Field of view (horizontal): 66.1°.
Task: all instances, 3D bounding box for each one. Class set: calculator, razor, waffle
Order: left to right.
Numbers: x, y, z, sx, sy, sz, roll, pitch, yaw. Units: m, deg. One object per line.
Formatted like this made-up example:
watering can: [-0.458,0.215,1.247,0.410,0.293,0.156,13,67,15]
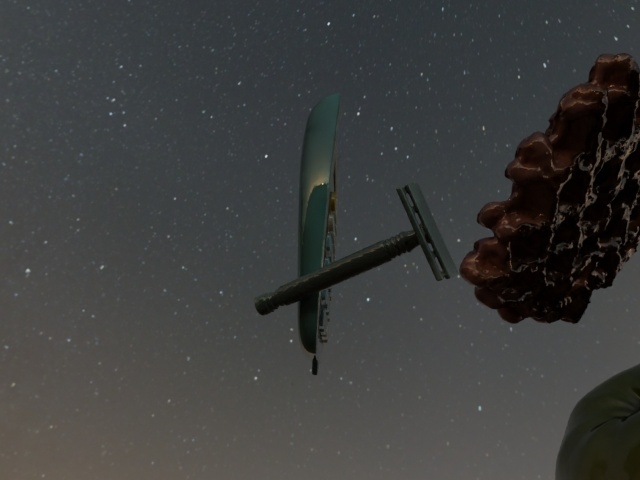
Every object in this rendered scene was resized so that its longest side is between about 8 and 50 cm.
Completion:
calculator: [0.000,0.000,0.726,0.055,0.386,0.256,1,-20,3]
razor: [0.025,0.031,0.556,0.232,0.068,0.106,-24,-98,21]
waffle: [0.218,-0.023,0.411,0.234,0.055,0.221,20,-75,-40]

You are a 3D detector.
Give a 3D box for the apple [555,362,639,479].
apple: [0.527,0.351,0.594,0.474,0.473,0.473,8,-48,9]
